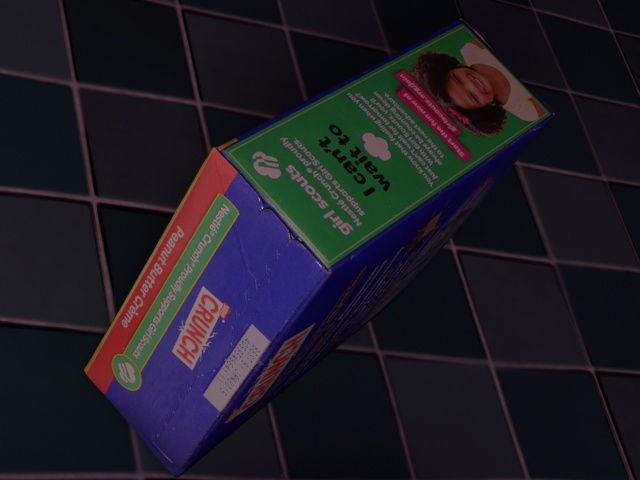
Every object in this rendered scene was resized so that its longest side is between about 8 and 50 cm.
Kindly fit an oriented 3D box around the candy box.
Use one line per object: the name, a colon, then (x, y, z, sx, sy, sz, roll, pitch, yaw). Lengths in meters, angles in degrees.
candy box: (0.000, 0.000, 1.076, 0.122, 0.268, 0.317, 45, 42, 9)
